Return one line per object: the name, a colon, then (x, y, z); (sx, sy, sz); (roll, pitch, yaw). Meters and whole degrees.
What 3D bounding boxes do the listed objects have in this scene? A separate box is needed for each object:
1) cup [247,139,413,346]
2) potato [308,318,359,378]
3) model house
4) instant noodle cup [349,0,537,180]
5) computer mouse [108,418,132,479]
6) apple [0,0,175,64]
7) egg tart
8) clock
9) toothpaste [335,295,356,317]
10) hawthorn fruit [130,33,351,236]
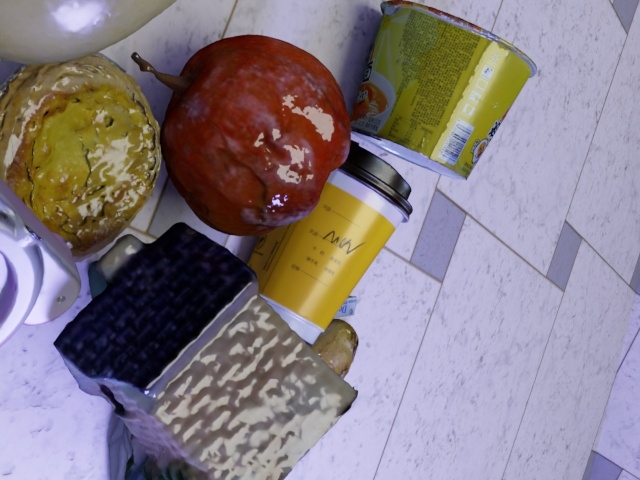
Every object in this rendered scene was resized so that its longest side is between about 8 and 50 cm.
cup: (0.000, 0.000, 1.316); (0.196, 0.196, 0.279); (36, 81, -53)
potato: (0.003, 0.192, 1.475); (0.170, 0.080, 0.107); (-35, 116, -40)
model house: (-0.159, 0.127, 1.007); (0.243, 0.298, 0.284); (-42, 104, -24)
instant noodle cup: (0.172, -0.219, 1.417); (0.264, 0.264, 0.200); (19, 95, -55)
computer mouse: (-0.166, 0.343, 1.243); (0.228, 0.145, 0.429); (-16, 114, -48)
apple: (-0.237, -0.302, 0.811); (0.292, 0.292, 0.254); (-47, 132, -33)
egg tart: (-0.274, -0.089, 0.975); (0.234, 0.094, 0.234); (-30, 128, -47)
clock: (-0.368, 0.037, 0.833); (0.248, 0.090, 0.227); (-34, 135, -3)
toothpaste: (-0.008, 0.106, 1.454); (0.164, 0.046, 0.034); (-2, 101, -53)
hawthorn fruit: (-0.104, -0.143, 1.092); (0.272, 0.242, 0.242); (39, 68, -24)
